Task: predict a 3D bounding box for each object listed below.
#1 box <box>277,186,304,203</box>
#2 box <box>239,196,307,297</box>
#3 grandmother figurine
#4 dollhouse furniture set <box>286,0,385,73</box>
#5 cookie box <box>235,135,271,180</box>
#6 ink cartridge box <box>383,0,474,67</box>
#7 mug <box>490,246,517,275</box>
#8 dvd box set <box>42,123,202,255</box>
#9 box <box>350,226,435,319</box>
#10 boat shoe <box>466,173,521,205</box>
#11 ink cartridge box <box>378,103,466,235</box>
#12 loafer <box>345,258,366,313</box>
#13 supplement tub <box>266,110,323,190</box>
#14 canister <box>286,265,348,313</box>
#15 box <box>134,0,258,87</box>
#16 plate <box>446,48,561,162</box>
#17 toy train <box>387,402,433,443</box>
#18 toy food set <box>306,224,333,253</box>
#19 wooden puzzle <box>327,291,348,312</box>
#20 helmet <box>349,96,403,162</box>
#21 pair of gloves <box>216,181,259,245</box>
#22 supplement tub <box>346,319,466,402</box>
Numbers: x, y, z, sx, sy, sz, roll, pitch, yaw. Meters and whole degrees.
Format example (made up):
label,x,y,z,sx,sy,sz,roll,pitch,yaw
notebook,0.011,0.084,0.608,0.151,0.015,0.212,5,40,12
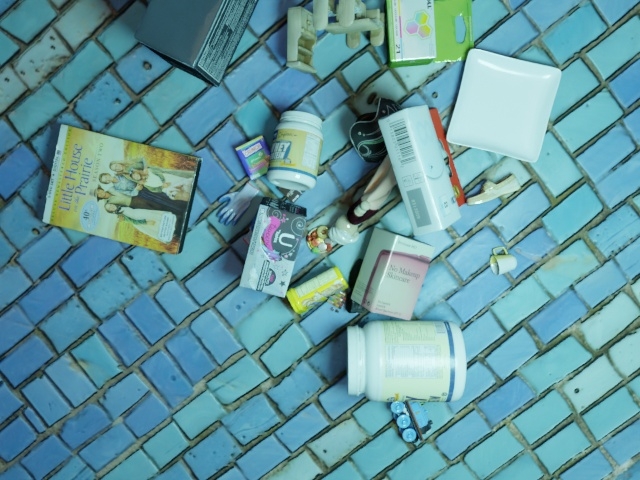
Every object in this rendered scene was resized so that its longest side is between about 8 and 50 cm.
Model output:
label,x,y,z,sx,sy,sz,roll,pitch,yaw
box,-0.078,-0.163,1.684,0.067,0.018,0.083,44,95,-3
box,-0.133,0.017,1.618,0.142,0.163,0.247,14,102,-5
grandmother figurine,0.142,-0.115,1.600,0.104,0.208,0.342,51,121,16
dollhouse furniture set,0.036,-0.566,1.548,0.242,0.212,0.161,4,95,27
cookie box,-0.188,-0.247,1.666,0.092,0.040,0.107,-26,94,5
ink cartridge box,0.316,-0.607,1.588,0.255,0.097,0.188,-5,96,3
mug,0.553,0.062,1.676,0.064,0.062,0.078,-12,102,-5
dvd box set,-0.594,-0.152,1.676,0.420,0.062,0.307,15,96,-1
box,0.210,0.096,1.626,0.149,0.127,0.232,16,96,-27
boat shoe,0.507,-0.151,1.654,0.170,0.063,0.059,-21,93,-6
ink cartridge box,0.318,-0.209,1.497,0.091,0.385,0.308,-15,97,37
loafer,0.122,0.139,1.700,0.061,0.062,0.170,6,101,-22
supplement tub,-0.070,-0.255,1.601,0.144,0.144,0.199,9,83,0
canister,-0.007,0.147,1.663,0.170,0.126,0.073,-29,76,2
box,-0.322,-0.608,1.503,0.183,0.294,0.296,26,96,-2
plate,0.532,-0.392,1.632,0.277,0.045,0.278,13,96,0
toy train,0.280,0.537,1.725,0.105,0.080,0.184,-23,95,-2
toy food set,0.000,0.000,1.699,0.083,0.020,0.082,-25,95,3
wooden puzzle,0.053,0.181,1.725,0.049,0.006,0.083,30,96,-2
helmet,0.176,-0.315,1.591,0.162,0.169,0.169,-23,95,21
pair of gloves,-0.217,-0.080,1.695,0.198,0.023,0.159,40,95,-4
supplement tub,0.240,0.350,1.625,0.325,0.235,0.235,0,96,2
